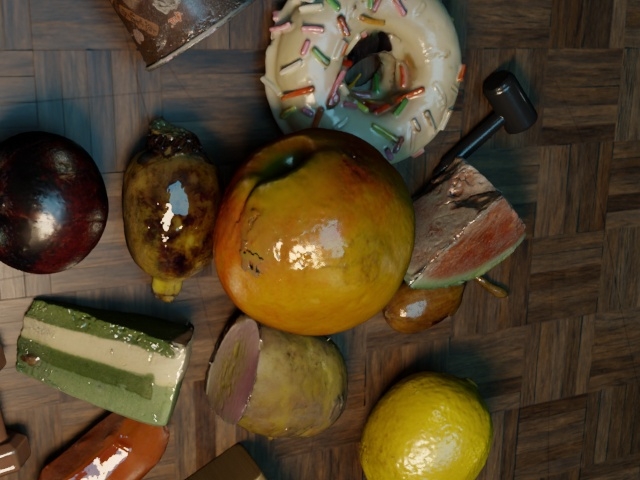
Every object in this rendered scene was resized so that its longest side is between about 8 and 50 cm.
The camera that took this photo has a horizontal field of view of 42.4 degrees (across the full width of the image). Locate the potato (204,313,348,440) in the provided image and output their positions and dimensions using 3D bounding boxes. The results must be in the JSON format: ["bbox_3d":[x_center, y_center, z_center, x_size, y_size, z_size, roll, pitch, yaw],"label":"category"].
[{"bbox_3d":[-0.057,0.257,1.506,0.266,0.229,0.229,15,97,-32],"label":"potato"}]

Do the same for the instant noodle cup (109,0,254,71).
[{"bbox_3d":[-0.233,-0.399,1.244,0.217,0.217,0.207,-39,110,-11],"label":"instant noodle cup"}]

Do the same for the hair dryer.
[{"bbox_3d":[0.305,-0.218,1.627,0.248,0.070,0.114,-40,118,-1],"label":"hair dryer"}]

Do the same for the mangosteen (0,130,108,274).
[{"bbox_3d":[-0.415,-0.052,1.256,0.216,0.216,0.216,-7,107,-23],"label":"mangosteen"}]

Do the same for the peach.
[{"bbox_3d":[-0.002,0.000,1.354,0.372,0.290,0.373,-29,124,-52],"label":"peach"}]

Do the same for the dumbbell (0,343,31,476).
[{"bbox_3d":[-0.541,0.273,1.345,0.092,0.082,0.231,-15,109,-22],"label":"dumbbell"}]

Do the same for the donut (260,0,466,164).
[{"bbox_3d":[0.088,-0.304,1.450,0.382,0.142,0.383,-6,105,-24],"label":"donut"}]

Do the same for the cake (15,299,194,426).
[{"bbox_3d":[-0.350,0.200,1.368,0.283,0.172,0.158,15,95,-26],"label":"cake"}]

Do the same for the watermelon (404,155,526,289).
[{"bbox_3d":[0.278,-0.024,1.574,0.310,0.193,0.232,-12,123,-15],"label":"watermelon"}]

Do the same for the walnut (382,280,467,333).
[{"bbox_3d":[0.213,0.117,1.645,0.207,0.116,0.116,-23,113,-27],"label":"walnut"}]

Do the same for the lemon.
[{"bbox_3d":[0.205,0.401,1.638,0.245,0.245,0.320,41,88,-28],"label":"lemon"}]

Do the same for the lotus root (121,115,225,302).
[{"bbox_3d":[-0.241,-0.042,1.366,0.169,0.141,0.314,-3,106,-20],"label":"lotus root"}]

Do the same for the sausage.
[{"bbox_3d":[-0.377,0.393,1.432,0.258,0.133,0.133,-41,117,-14],"label":"sausage"}]

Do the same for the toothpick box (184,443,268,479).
[{"bbox_3d":[-0.120,0.566,1.572,0.190,0.187,0.308,-34,111,-12],"label":"toothpick box"}]

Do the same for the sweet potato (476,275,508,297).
[{"bbox_3d":[0.364,0.100,1.752,0.115,0.026,0.026,30,90,-30],"label":"sweet potato"}]
